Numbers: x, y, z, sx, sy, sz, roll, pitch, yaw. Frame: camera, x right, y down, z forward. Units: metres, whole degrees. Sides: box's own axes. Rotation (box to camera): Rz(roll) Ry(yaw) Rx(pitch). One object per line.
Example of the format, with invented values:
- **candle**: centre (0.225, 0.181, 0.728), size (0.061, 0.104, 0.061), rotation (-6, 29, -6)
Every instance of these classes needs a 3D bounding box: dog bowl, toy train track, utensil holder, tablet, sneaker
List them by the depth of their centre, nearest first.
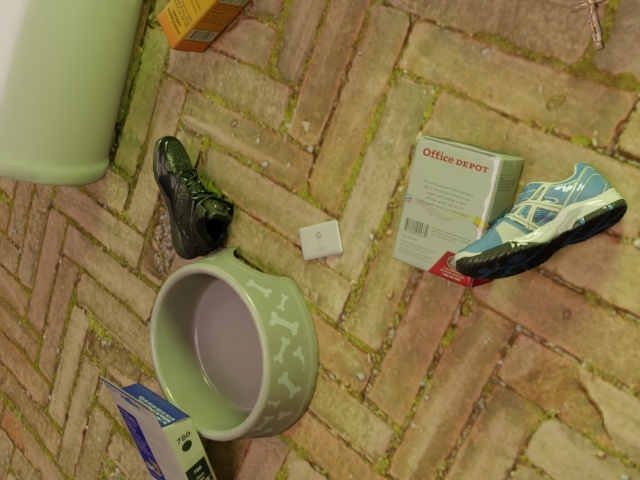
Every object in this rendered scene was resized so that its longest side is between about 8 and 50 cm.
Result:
- **toy train track**: centre (0.323, -0.269, 0.878), size (0.048, 0.014, 0.083), rotation (-13, 86, 40)
- **sneaker**: centre (0.258, -0.019, 0.900), size (0.211, 0.080, 0.081), rotation (-26, 63, 9)
- **tablet**: centre (0.000, 0.000, 1.185), size (0.083, 0.006, 0.054), rotation (-12, 86, 40)
- **dog bowl**: centre (-0.167, 0.187, 1.285), size (0.349, 0.102, 0.348), rotation (6, 99, 40)
- **sneaker**: centre (-0.222, -0.086, 1.315), size (0.130, 0.087, 0.227), rotation (-15, 88, 38)
- **utensil holder**: centre (-0.523, -0.341, 1.392), size (0.328, 0.328, 0.385), rotation (33, 112, 33)

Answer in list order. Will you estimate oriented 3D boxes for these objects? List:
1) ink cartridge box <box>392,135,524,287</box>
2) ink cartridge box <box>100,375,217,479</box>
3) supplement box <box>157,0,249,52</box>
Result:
- **ink cartridge box**: centre (0.182, -0.042, 0.982), size (0.127, 0.072, 0.175), rotation (23, 109, 36)
- **ink cartridge box**: centre (-0.274, 0.373, 1.325), size (0.165, 0.065, 0.332), rotation (19, 136, 40)
- **supplement box**: centre (-0.176, -0.418, 1.244), size (0.233, 0.080, 0.078), rotation (-34, 75, 35)
